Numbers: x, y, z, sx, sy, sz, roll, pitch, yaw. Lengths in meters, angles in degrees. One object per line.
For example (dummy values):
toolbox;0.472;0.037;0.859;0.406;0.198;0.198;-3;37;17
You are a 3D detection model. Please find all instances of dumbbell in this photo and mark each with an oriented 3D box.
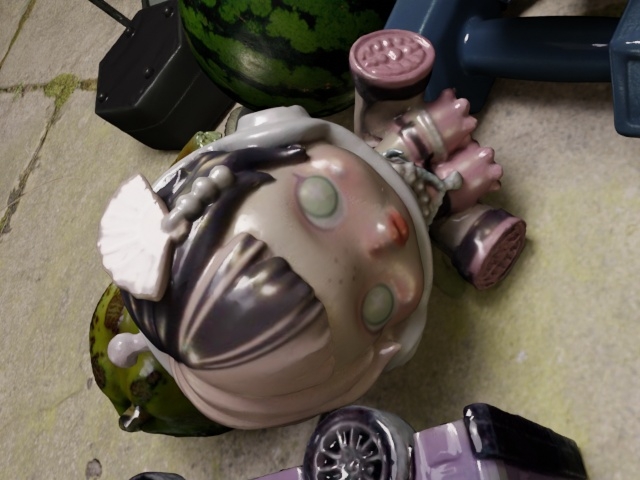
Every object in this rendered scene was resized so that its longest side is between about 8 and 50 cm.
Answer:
dumbbell;0.213;-0.177;0.593;0.316;0.157;0.143;19;112;45

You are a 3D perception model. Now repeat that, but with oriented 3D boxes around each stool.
stool;-0.249;-0.263;1.029;0.232;0.141;0.232;-20;57;33

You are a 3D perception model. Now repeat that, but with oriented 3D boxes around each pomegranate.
pomegranate;-0.131;0.078;0.707;0.222;0.204;0.276;12;78;23

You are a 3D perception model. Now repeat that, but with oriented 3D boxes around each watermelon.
watermelon;-0.028;-0.286;0.762;0.285;0.285;0.285;-19;57;32

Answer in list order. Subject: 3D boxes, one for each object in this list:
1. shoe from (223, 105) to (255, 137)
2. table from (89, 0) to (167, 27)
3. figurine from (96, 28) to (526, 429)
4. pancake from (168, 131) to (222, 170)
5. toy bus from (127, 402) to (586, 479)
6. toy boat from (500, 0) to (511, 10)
shoe;-0.083;-0.101;0.866;0.077;0.074;0.194;-9;60;16
table;-0.303;-0.585;1.150;0.335;0.272;0.222;-34;50;22
figurine;0.006;0.008;0.553;0.361;0.253;0.211;-38;0;-34
pancake;-0.220;0.023;0.875;0.197;0.054;0.376;27;98;57
toy bus;-0.012;0.298;0.495;0.440;0.209;0.249;-25;56;27
toy boat;0.178;-0.406;0.761;0.219;0.072;0.318;-17;67;44
